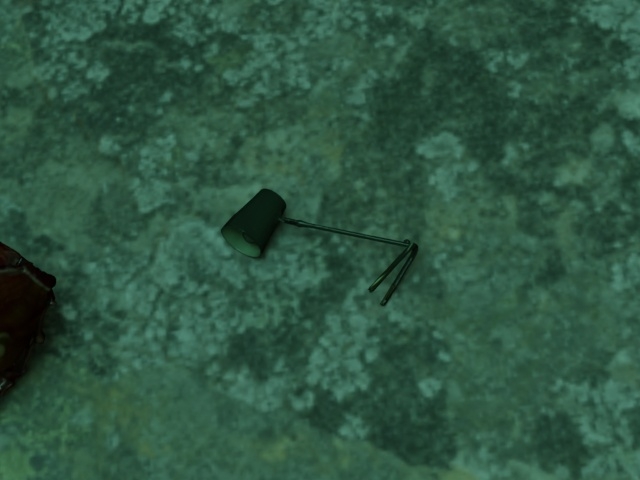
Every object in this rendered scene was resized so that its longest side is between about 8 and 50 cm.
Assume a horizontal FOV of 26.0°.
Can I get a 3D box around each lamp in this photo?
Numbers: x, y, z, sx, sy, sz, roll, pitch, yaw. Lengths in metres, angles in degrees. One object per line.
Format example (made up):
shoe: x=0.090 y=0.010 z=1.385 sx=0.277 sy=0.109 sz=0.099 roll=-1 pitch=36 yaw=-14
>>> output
lamp: x=-0.001 y=-0.001 z=0.910 sx=0.121 sy=0.041 sz=0.054 roll=25 pitch=64 yaw=19

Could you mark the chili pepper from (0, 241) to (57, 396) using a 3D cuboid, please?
chili pepper: x=-0.305 y=0.026 z=0.902 sx=0.252 sy=0.136 sz=0.144 roll=30 pitch=118 yaw=27
